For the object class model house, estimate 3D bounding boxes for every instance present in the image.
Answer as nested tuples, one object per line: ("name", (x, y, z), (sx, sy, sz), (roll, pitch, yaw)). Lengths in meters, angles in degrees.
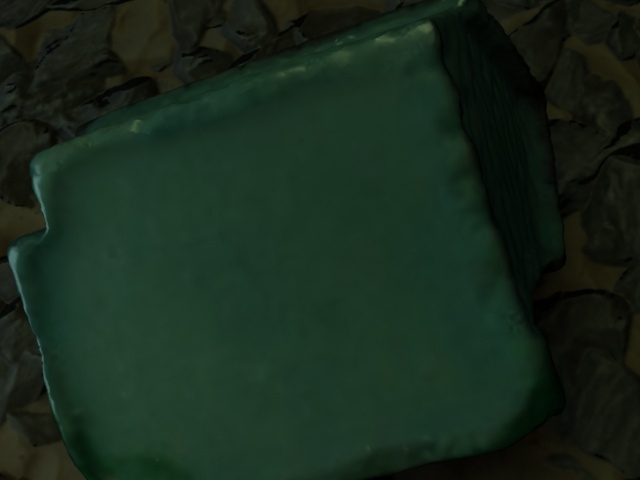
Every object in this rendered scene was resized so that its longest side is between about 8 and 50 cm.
("model house", (0.000, 0.000, 0.772), (0.281, 0.249, 0.229), (-15, 97, 17))
